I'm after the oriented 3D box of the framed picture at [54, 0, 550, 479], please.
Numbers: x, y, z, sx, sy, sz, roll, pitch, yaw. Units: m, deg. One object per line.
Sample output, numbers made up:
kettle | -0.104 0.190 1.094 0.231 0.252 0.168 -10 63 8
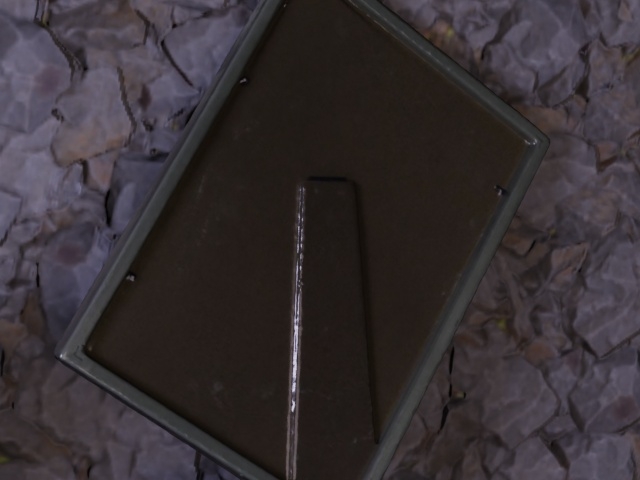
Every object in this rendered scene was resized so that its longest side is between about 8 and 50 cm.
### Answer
framed picture | 0.000 0.000 1.161 0.240 0.020 0.324 35 71 -23
